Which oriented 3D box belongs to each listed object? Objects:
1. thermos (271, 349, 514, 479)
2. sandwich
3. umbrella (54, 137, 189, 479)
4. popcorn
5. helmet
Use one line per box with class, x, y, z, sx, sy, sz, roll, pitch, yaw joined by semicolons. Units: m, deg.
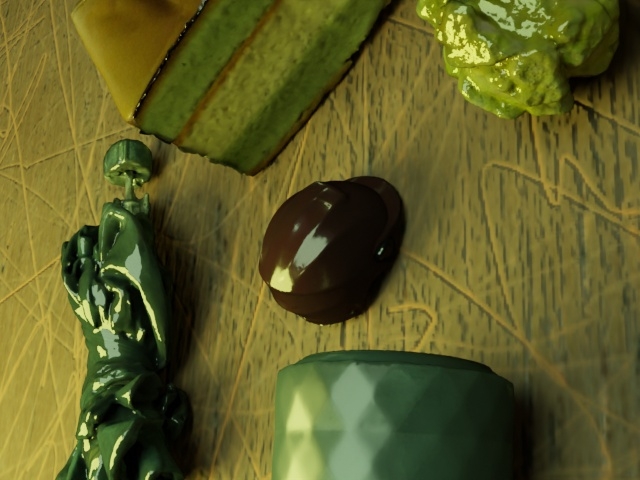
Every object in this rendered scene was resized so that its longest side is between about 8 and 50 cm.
thermos;0.032;0.216;0.547;0.182;0.145;0.286;143;133;-68
sandwich;-0.077;-0.211;0.781;0.227;0.155;0.198;-48;49;19
umbrella;-0.182;0.061;0.825;0.143;0.094;0.349;-21;60;31
popcorn;0.128;-0.150;0.605;0.126;0.126;0.145;-8;51;14
helmet;0.000;0.000;0.695;0.098;0.070;0.123;26;94;45
